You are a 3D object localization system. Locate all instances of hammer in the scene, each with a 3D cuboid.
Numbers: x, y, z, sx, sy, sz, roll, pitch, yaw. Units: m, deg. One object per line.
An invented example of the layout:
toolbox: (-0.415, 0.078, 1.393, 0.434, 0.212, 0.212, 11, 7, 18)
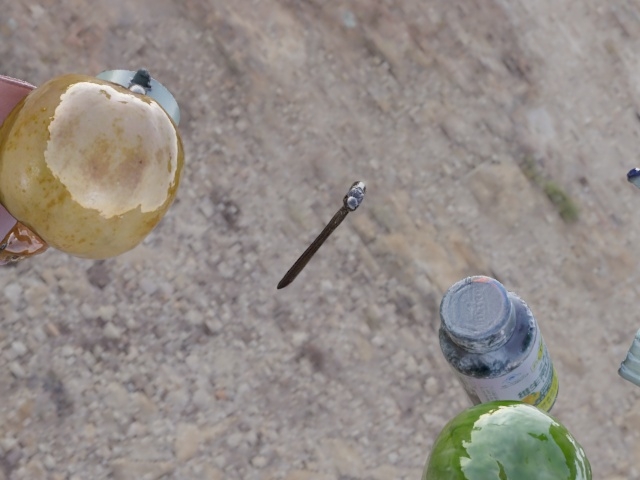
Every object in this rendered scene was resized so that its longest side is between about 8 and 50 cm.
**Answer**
hammer: (0.000, 0.000, 1.501, 0.021, 0.178, 0.065, 36, 31, -3)

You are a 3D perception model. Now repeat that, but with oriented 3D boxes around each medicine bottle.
medicine bottle: (0.254, 0.160, 1.778, 0.293, 0.141, 0.141, 56, 21, -54)

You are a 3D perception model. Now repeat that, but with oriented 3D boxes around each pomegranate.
pomegranate: (-0.246, -0.078, 1.302, 0.207, 0.207, 0.207, 30, 42, -31)

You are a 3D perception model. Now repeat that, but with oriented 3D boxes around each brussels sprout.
brussels sprout: (0.241, 0.326, 1.577, 0.244, 0.244, 0.244, 30, 42, -31)

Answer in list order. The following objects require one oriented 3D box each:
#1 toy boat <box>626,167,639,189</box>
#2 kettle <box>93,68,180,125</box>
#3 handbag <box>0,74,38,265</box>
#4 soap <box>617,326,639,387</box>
toy boat: (0.493, -0.112, 1.469, 0.115, 0.262, 0.114, 60, -8, 27)
kettle: (-0.333, -0.149, 1.961, 0.165, 0.240, 0.255, 24, 51, -8)
handbag: (-0.401, -0.086, 1.377, 0.157, 0.212, 0.059, 13, 7, -28)
soap: (0.527, 0.178, 1.610, 0.261, 0.150, 0.094, 32, 65, 16)
